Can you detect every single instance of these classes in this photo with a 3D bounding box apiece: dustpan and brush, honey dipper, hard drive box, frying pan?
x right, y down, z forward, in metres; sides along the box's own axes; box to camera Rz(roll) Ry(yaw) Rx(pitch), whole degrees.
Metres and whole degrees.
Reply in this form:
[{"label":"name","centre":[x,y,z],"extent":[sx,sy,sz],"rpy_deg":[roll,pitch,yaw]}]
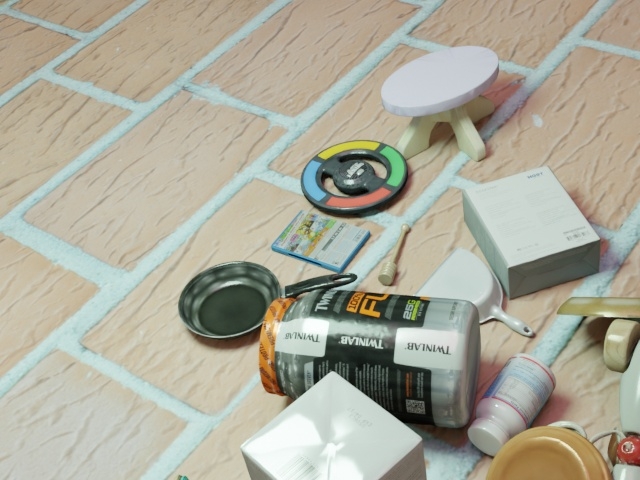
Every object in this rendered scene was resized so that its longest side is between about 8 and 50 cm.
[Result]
[{"label":"dustpan and brush","centre":[0.290,0.111,1.756],"extent":[0.147,0.060,0.211],"rpy_deg":[-46,45,-17]},{"label":"honey dipper","centre":[0.147,0.022,1.897],"extent":[0.030,0.031,0.161],"rpy_deg":[7,43,20]},{"label":"hard drive box","centre":[0.391,-0.020,1.838],"extent":[0.181,0.089,0.232],"rpy_deg":[-16,43,-4]},{"label":"frying pan","centre":[-0.112,0.091,1.865],"extent":[0.326,0.053,0.197],"rpy_deg":[-23,44,-14]}]

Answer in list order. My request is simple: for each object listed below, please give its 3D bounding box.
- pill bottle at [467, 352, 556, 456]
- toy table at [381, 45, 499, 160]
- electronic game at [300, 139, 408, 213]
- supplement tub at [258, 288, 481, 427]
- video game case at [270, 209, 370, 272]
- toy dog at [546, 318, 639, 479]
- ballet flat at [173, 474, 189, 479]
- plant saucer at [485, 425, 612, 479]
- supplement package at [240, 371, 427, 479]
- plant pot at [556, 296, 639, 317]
[{"label":"pill bottle","centre":[0.302,0.262,1.560],"extent":[0.087,0.087,0.160],"rpy_deg":[22,53,31]},{"label":"toy table","centre":[0.261,-0.291,2.104],"extent":[0.274,0.161,0.252],"rpy_deg":[-20,43,-9]},{"label":"electronic game","centre":[0.070,-0.136,2.067],"extent":[0.229,0.048,0.229],"rpy_deg":[-6,43,6]},{"label":"supplement tub","centre":[0.083,0.187,1.603],"extent":[0.337,0.207,0.207],"rpy_deg":[3,45,16]},{"label":"video game case","centre":[0.000,0.000,1.963],"extent":[0.166,0.015,0.119],"rpy_deg":[18,51,29]},{"label":"toy dog","centre":[0.494,0.270,1.462],"extent":[0.220,0.161,0.334],"rpy_deg":[32,89,46]},{"label":"ballet flat","centre":[-0.219,0.451,1.498],"extent":[0.067,0.073,0.206],"rpy_deg":[-27,39,5]},{"label":"plant saucer","centre":[0.320,0.363,1.415],"extent":[0.199,0.037,0.200],"rpy_deg":[-21,54,31]},{"label":"supplement package","centre":[0.033,0.365,1.360],"extent":[0.175,0.293,0.177],"rpy_deg":[-37,48,-25]},{"label":"plant pot","centre":[0.505,0.108,1.598],"extent":[0.236,0.236,0.033],"rpy_deg":[1,87,14]}]
